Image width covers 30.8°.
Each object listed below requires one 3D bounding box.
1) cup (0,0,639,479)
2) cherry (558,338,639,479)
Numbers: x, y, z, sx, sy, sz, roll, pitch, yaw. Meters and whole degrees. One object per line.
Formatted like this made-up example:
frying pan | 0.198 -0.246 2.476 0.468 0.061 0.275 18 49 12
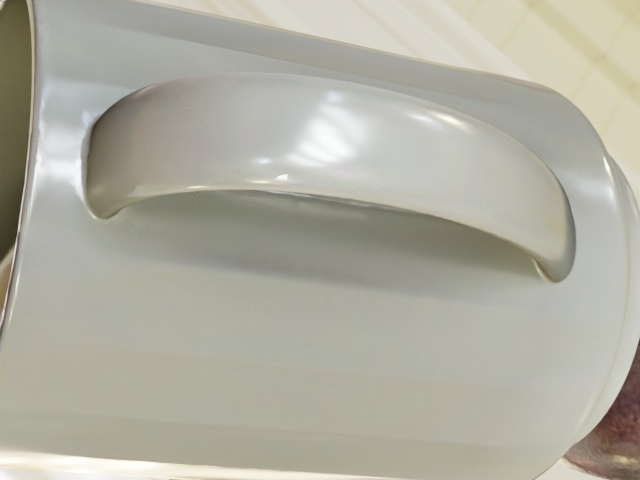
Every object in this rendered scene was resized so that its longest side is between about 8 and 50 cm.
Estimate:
cup | 0.000 0.000 0.576 0.323 0.327 0.237 155 -60 -62
cherry | 0.285 0.147 1.036 0.176 0.140 0.176 -8 -175 1
